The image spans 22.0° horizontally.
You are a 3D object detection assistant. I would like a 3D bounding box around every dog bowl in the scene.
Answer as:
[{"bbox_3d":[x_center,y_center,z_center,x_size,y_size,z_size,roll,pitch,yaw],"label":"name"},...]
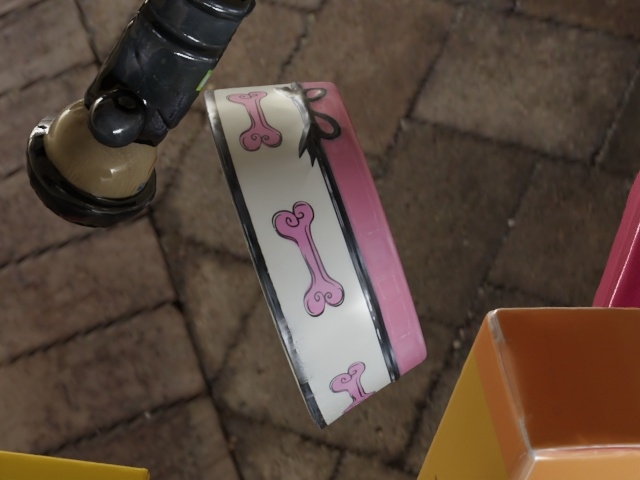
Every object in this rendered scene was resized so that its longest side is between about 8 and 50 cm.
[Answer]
[{"bbox_3d":[0.000,0.000,1.880,0.150,0.408,0.408,-19,57,-1],"label":"dog bowl"}]

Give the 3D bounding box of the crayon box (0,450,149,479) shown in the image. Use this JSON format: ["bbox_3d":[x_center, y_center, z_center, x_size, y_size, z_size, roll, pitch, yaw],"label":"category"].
[{"bbox_3d":[-0.268,0.296,1.532,0.203,0.323,0.083,8,45,-3],"label":"crayon box"}]

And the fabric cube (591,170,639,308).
[{"bbox_3d":[0.355,0.056,1.315,0.254,0.259,0.258,20,64,7],"label":"fabric cube"}]

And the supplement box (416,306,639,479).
[{"bbox_3d":[0.091,0.129,0.762,0.080,0.233,0.078,0,51,-15],"label":"supplement box"}]

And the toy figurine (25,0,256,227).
[{"bbox_3d":[-0.153,-0.110,0.666,0.213,0.148,0.209,-7,57,-41],"label":"toy figurine"}]
